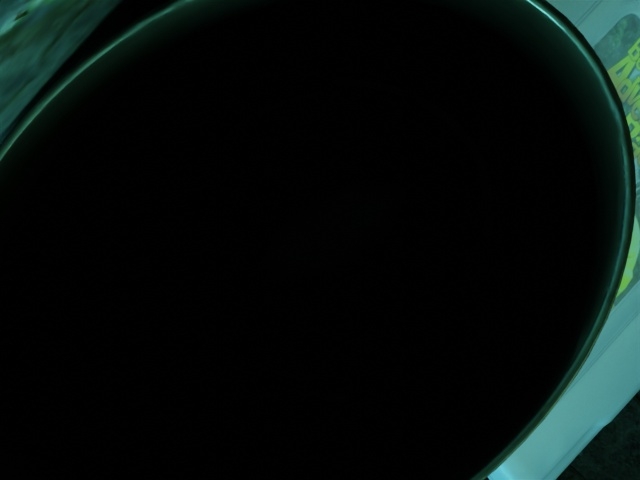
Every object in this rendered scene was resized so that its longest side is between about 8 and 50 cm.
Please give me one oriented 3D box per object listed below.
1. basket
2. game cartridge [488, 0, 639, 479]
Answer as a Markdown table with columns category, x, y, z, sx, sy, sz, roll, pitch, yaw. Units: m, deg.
| category | x | y | z | sx | sy | sz | roll | pitch | yaw |
| --- | --- | --- | --- | --- | --- | --- | --- | --- | --- |
| basket | 0.000 | 0.000 | 0.614 | 0.204 | 0.154 | 0.227 | -34 | 180 | 8 |
| game cartridge | 0.097 | -0.019 | 0.855 | 0.196 | 0.060 | 0.294 | -50 | 137 | -10 |
